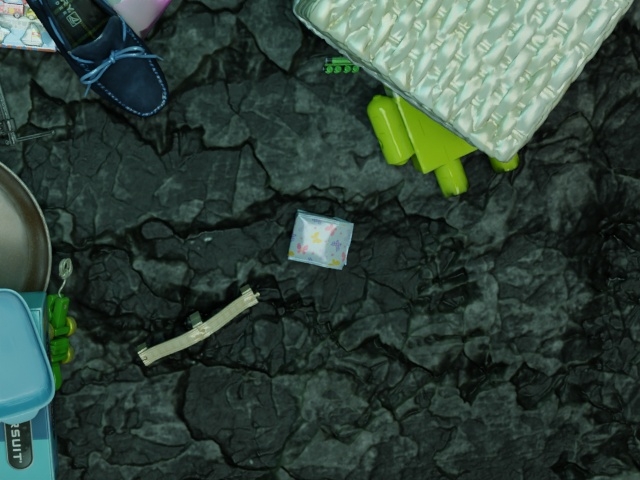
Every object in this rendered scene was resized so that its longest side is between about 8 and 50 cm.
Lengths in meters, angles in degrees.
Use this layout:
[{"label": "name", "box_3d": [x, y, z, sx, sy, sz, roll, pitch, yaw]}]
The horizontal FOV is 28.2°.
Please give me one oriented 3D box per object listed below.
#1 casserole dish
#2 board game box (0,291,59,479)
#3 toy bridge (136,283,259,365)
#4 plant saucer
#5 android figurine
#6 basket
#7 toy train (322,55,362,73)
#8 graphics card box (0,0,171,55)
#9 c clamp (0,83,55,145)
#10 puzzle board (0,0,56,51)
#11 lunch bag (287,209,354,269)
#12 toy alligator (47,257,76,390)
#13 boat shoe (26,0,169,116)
[{"label": "casserole dish", "box_3d": [-0.404, 0.140, 1.603, 0.114, 0.037, 0.188, -16, 106, -2]}, {"label": "board game box", "box_3d": [-0.522, 0.205, 1.666, 0.336, 0.079, 0.254, -2, 106, -7]}, {"label": "toy bridge", "box_3d": [-0.167, 0.119, 1.772, 0.188, 0.063, 0.026, -29, 105, -3]}, {"label": "plant saucer", "box_3d": [-0.515, 0.017, 1.695, 0.310, 0.050, 0.311, -2, 102, -10]}, {"label": "android figurine", "box_3d": [0.183, -0.204, 1.768, 0.248, 0.056, 0.273, -23, 109, -9]}, {"label": "basket", "box_3d": [0.178, -0.313, 1.565, 0.328, 0.266, 0.331, 36, 101, -7]}, {"label": "toy train", "box_3d": [0.044, -0.244, 1.762, 0.083, 0.017, 0.024, -3, 92, -10]}, {"label": "graphics card box", "box_3d": [-0.259, -0.412, 1.633, 0.232, 0.094, 0.371, 36, 95, -16]}, {"label": "c clamp", "box_3d": [-0.443, -0.194, 1.683, 0.137, 0.022, 0.161, -19, 106, -1]}, {"label": "puzzle board", "box_3d": [-0.390, -0.288, 1.584, 0.128, 0.011, 0.096, 4, 103, -9]}, {"label": "lunch bag", "box_3d": [0.000, 0.000, 1.785, 0.083, 0.053, 0.071, 11, 97, -3]}, {"label": "toy alligator", "box_3d": [-0.370, 0.112, 1.742, 0.051, 0.056, 0.190, 13, 103, 29]}, {"label": "boat shoe", "box_3d": [-0.286, -0.245, 1.566, 0.109, 0.089, 0.258, -47, 114, -1]}]
